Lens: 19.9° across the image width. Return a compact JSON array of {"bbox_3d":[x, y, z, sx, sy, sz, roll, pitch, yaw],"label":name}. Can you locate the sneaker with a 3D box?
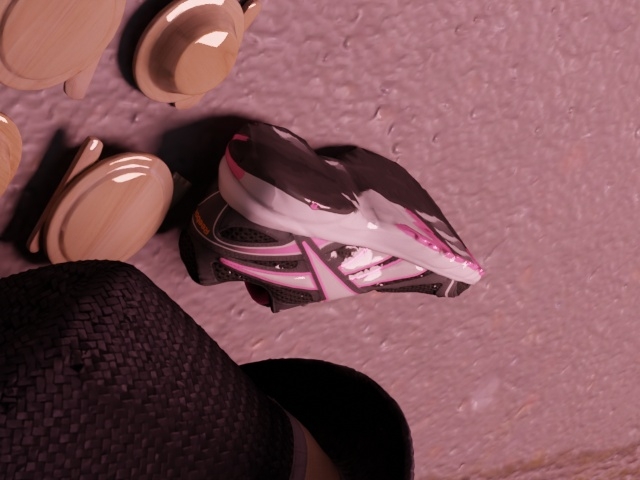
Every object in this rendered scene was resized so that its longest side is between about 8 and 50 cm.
[{"bbox_3d":[0.000,0.000,0.858,0.178,0.072,0.077,20,121,-45],"label":"sneaker"}]

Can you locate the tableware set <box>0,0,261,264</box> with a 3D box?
[{"bbox_3d":[-0.097,-0.051,0.733,0.169,0.020,0.141,15,115,-53],"label":"tableware set"}]

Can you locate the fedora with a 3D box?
[{"bbox_3d":[-0.131,0.118,0.708,0.334,0.334,0.152,-37,111,-13],"label":"fedora"}]
